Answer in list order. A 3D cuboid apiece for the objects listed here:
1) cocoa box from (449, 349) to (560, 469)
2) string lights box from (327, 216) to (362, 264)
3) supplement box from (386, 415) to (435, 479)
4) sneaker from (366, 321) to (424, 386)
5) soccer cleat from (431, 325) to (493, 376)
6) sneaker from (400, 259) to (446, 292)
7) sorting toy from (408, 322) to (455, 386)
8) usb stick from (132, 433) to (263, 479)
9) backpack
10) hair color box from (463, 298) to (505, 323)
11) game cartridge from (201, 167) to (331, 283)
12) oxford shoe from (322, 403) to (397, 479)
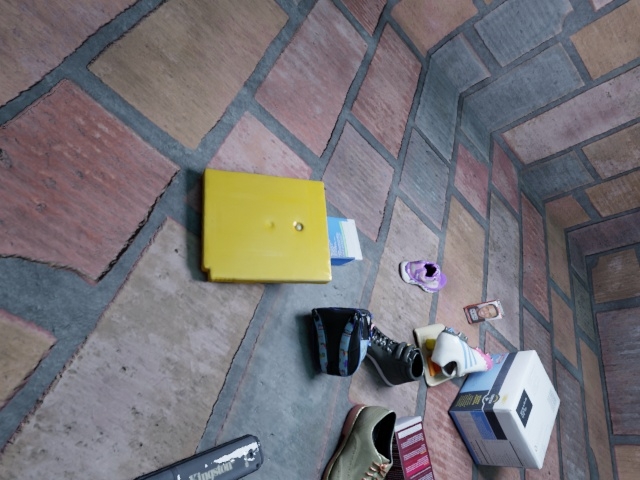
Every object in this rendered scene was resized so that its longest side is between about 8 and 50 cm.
[{"bbox_3d":[0.657,0.587,1.495,0.347,0.228,0.231,-31,95,-47],"label":"cocoa box"},{"bbox_3d":[0.000,0.000,1.231,0.260,0.077,0.133,5,69,-43],"label":"string lights box"},{"bbox_3d":[0.248,0.636,1.190,0.130,0.073,0.239,4,69,-42],"label":"supplement box"},{"bbox_3d":[0.196,0.303,1.236,0.295,0.147,0.104,53,46,-11],"label":"sneaker"},{"bbox_3d":[0.479,0.410,1.446,0.331,0.116,0.143,36,78,-37],"label":"soccer cleat"},{"bbox_3d":[0.402,0.126,1.546,0.236,0.105,0.095,20,58,-38],"label":"sneaker"},{"bbox_3d":[0.413,0.394,1.477,0.348,0.047,0.196,0,72,-44],"label":"sorting toy"},{"bbox_3d":[-0.230,0.453,0.817,0.278,0.045,0.077,1,57,-47],"label":"usb stick"},{"bbox_3d":[0.059,0.266,1.119,0.117,0.158,0.173,14,75,-60],"label":"backpack"},{"bbox_3d":[0.655,0.286,1.690,0.043,0.141,0.072,-10,79,-46],"label":"hair color box"},{"bbox_3d":[-0.135,-0.032,1.069,0.324,0.053,0.285,3,70,-21],"label":"game cartridge"},{"bbox_3d":[0.100,0.567,1.035,0.123,0.130,0.348,41,48,-24],"label":"oxford shoe"}]
